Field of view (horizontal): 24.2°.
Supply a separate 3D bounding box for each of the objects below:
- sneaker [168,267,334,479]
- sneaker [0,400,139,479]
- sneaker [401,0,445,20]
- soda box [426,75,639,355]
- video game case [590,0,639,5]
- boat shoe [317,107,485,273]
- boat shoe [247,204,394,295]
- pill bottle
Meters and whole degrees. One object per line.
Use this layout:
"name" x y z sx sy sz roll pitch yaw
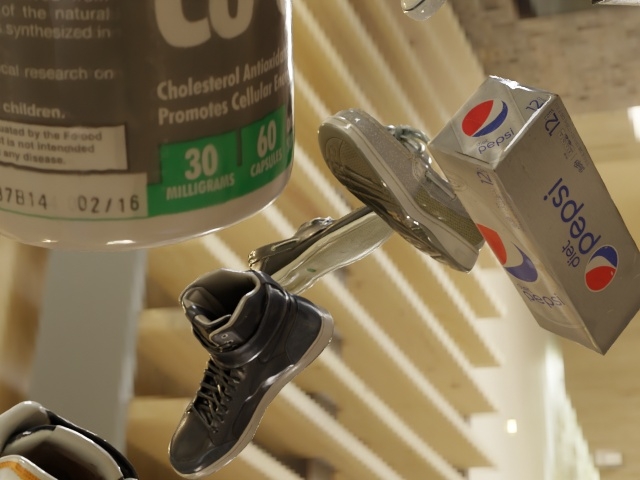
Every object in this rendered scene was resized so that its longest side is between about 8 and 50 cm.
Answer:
"sneaker" -0.108 0.127 1.480 0.226 0.086 0.163 -51 -38 2
"sneaker" -0.172 0.179 0.975 0.127 0.126 0.321 -57 0 1
"sneaker" 0.153 -0.416 1.936 0.091 0.094 0.258 22 -87 -30
"soda box" 0.214 -0.019 1.404 0.098 0.091 0.286 -49 -48 -14
"video game case" 0.469 -0.315 1.628 0.248 0.275 0.035 -8 -98 -48
"boat shoe" 0.108 -0.071 1.731 0.103 0.118 0.320 -57 -45 -7
"boat shoe" 0.000 0.000 1.956 0.084 0.233 0.079 27 -139 -49
"pill bottle" -0.116 -0.194 0.786 0.204 0.204 0.361 -56 -31 -60
